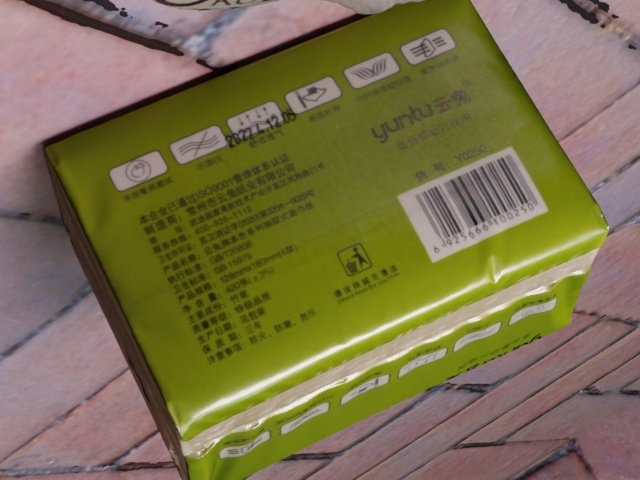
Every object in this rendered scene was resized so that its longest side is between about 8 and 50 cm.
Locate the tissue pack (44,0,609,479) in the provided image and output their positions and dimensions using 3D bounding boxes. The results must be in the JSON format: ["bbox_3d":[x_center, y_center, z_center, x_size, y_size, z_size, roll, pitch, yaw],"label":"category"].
[{"bbox_3d":[0.000,0.000,0.891,0.274,0.200,0.167,-24,158,-12],"label":"tissue pack"}]

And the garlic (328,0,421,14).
[{"bbox_3d":[0.035,-0.156,0.745,0.113,0.074,0.094,-20,166,1],"label":"garlic"}]

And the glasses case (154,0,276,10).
[{"bbox_3d":[0.008,-0.215,0.549,0.137,0.085,0.355,-12,154,-25],"label":"glasses case"}]
